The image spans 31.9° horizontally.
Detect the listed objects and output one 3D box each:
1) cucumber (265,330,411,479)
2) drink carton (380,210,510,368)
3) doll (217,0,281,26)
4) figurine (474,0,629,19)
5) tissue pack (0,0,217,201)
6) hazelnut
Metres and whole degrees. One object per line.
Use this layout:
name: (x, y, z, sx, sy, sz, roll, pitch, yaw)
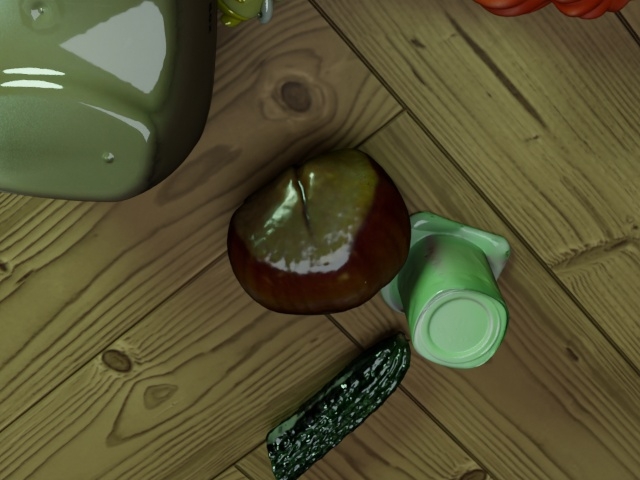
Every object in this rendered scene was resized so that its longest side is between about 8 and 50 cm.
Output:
cucumber: (0.025, 0.218, 1.453, 0.265, 0.077, 0.077, -41, 113, 16)
drink carton: (0.154, 0.072, 1.343, 0.146, 0.142, 0.144, 16, 117, -14)
doll: (-0.064, -0.296, 1.159, 0.106, 0.062, 0.162, 50, 126, 8)
figurine: (0.249, -0.321, 1.108, 0.208, 0.181, 0.257, 43, 110, 1)
tissue pack: (-0.233, -0.252, 1.081, 0.267, 0.277, 0.387, 2, 117, 3)
hazelnut: (-0.001, -0.003, 1.290, 0.212, 0.181, 0.181, -17, 89, 4)
